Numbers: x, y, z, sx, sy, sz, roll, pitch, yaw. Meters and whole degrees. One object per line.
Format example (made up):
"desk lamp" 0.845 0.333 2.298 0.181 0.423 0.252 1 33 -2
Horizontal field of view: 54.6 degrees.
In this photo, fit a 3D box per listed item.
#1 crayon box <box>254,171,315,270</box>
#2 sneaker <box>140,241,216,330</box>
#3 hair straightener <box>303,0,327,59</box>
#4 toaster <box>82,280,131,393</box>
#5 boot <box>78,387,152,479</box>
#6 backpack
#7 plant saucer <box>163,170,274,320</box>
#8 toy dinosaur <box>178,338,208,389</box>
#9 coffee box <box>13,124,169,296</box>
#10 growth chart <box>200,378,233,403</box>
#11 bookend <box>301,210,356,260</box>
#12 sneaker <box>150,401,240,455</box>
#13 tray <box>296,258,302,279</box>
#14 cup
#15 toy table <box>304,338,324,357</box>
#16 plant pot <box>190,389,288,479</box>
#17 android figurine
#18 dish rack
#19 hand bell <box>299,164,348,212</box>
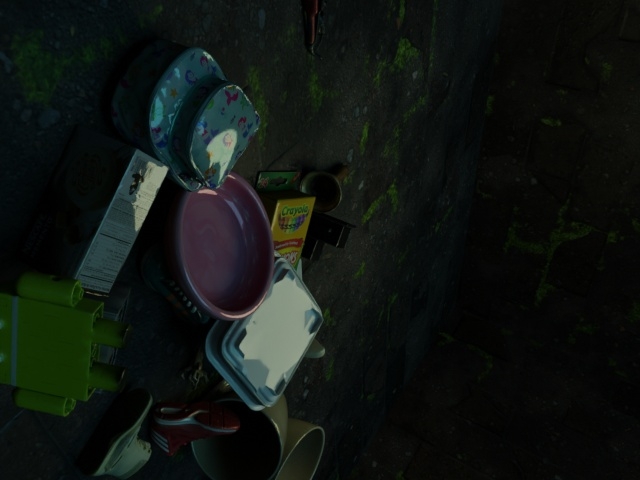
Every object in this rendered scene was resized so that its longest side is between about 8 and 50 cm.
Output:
"crayon box" -0.118 -0.023 1.662 0.202 0.081 0.319 -13 122 -60
"sneaker" -0.289 0.110 1.379 0.108 0.121 0.302 -57 153 -22
"hair straightener" 0.000 -0.550 1.504 0.089 0.047 0.231 -48 149 -35
"toaster" -0.416 0.163 1.099 0.186 0.110 0.168 -114 -142 -74
"boot" -0.434 0.447 1.421 0.213 0.077 0.165 -56 152 -13
"backpack" -0.246 -0.228 1.132 0.225 0.191 0.253 -59 149 -16
"plant saucer" -0.224 0.010 1.350 0.332 0.084 0.332 23 63 -55
"toy dinosaur" -0.321 0.320 1.592 0.093 0.053 0.183 -64 167 -46
"coffee box" -0.383 -0.049 1.043 0.247 0.141 0.098 -65 156 -3
"growth chart" -0.294 0.470 1.784 0.237 0.021 0.172 -44 147 -40
"bookend" 0.000 0.000 1.826 0.072 0.156 0.157 9 103 -65
"sneaker" -0.324 0.482 1.576 0.087 0.221 0.128 -102 -149 -60
"tray" -0.107 0.190 1.917 0.145 0.030 0.270 -46 147 -40
"cup" -0.172 0.683 1.944 0.331 0.236 0.331 -46 148 -39
"toy table" -0.127 0.269 1.720 0.160 0.252 0.274 -30 153 -30
"plant pot" -0.195 0.513 1.750 0.274 0.256 0.257 -37 144 -75
"android figurine" -0.440 0.161 0.979 0.056 0.272 0.248 -83 -174 -68
"dish rack" -0.113 0.220 1.508 0.333 0.072 0.286 -57 132 -34
"hand bell" 0.038 -0.184 1.851 0.242 0.126 0.126 -51 153 -59
